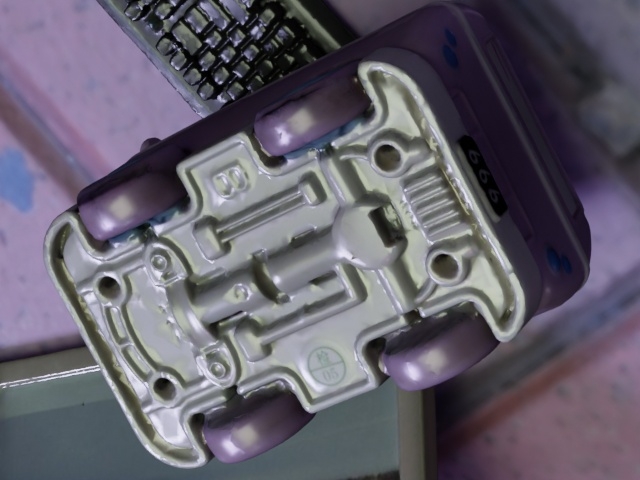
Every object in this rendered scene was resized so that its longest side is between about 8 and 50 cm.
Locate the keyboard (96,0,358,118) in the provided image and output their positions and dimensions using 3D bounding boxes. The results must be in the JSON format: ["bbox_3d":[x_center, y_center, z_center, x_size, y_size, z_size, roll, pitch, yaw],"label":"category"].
[{"bbox_3d":[-0.034,-0.087,0.837,0.230,0.025,0.093,47,122,0],"label":"keyboard"}]

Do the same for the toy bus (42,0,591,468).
[{"bbox_3d":[0.000,0.000,0.759,0.202,0.142,0.142,-24,99,28],"label":"toy bus"}]

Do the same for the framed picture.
[{"bbox_3d":[-0.069,0.145,0.891,0.289,0.016,0.213,-12,69,30],"label":"framed picture"}]
